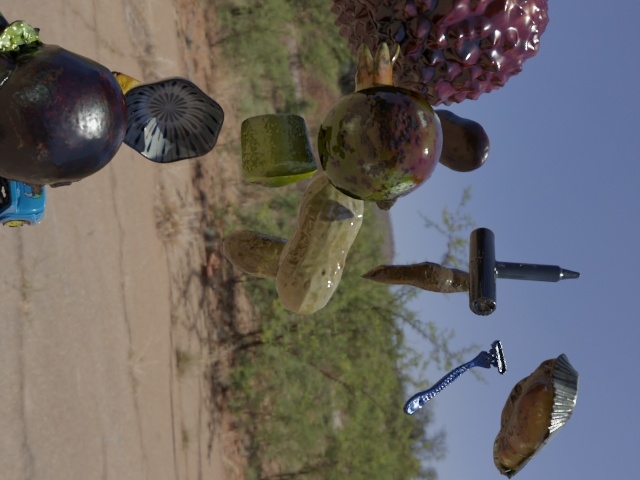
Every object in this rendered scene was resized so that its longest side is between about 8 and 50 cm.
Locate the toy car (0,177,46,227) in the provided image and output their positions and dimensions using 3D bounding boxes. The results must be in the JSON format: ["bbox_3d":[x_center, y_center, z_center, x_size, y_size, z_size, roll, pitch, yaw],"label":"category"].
[{"bbox_3d":[-0.526,-0.080,1.094,0.100,0.191,0.097,-23,-107,45],"label":"toy car"}]

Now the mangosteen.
[{"bbox_3d":[-0.403,-0.214,0.969,0.231,0.231,0.289,-95,175,-62],"label":"mangosteen"}]

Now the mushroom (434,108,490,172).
[{"bbox_3d":[0.384,-0.254,1.875,0.227,0.148,0.217,42,14,32],"label":"mushroom"}]

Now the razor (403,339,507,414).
[{"bbox_3d":[0.338,0.361,1.775,0.056,0.324,0.093,15,-54,64],"label":"razor"}]

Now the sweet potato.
[{"bbox_3d":[0.219,0.075,1.429,0.067,0.274,0.067,-175,-90,-87],"label":"sweet potato"}]

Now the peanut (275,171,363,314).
[{"bbox_3d":[0.000,0.000,1.307,0.130,0.130,0.290,-81,-168,-86],"label":"peanut"}]

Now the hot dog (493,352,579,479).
[{"bbox_3d":[0.356,0.296,1.172,0.162,0.082,0.270,-57,166,-39],"label":"hot dog"}]

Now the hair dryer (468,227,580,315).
[{"bbox_3d":[0.348,0.067,1.171,0.050,0.195,0.173,100,4,-46],"label":"hair dryer"}]

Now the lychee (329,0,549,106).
[{"bbox_3d":[0.232,-0.463,1.317,0.500,0.425,0.424,5,77,-61],"label":"lychee"}]

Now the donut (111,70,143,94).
[{"bbox_3d":[-0.406,-0.264,1.381,0.059,0.140,0.140,169,-86,-73],"label":"donut"}]

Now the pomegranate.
[{"bbox_3d":[0.102,-0.178,1.079,0.198,0.198,0.246,79,26,-76],"label":"pomegranate"}]

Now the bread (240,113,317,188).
[{"bbox_3d":[-0.068,-0.151,1.157,0.129,0.111,0.114,3,74,-61],"label":"bread"}]

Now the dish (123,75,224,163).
[{"bbox_3d":[-0.265,-0.225,1.214,0.190,0.191,0.066,82,-4,-50],"label":"dish"}]

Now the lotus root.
[{"bbox_3d":[-0.118,0.039,1.627,0.097,0.258,0.110,-66,163,-44],"label":"lotus root"}]
